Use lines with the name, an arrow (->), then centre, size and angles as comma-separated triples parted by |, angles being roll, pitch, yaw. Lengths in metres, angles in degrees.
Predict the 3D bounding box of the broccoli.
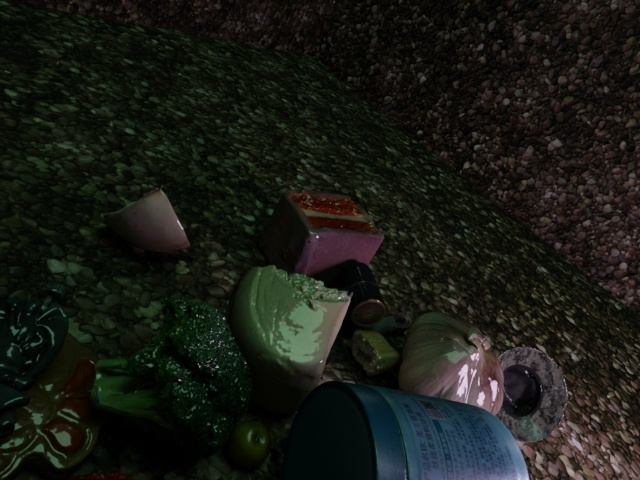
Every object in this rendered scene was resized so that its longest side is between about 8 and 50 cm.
broccoli -> -0.262, 0.247, 1.003 | 0.274, 0.308, 0.308 | 1, 36, -8

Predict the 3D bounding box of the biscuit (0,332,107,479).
biscuit -> -0.547, 0.273, 0.926 | 0.358, 0.074, 0.381 | 16, 29, -19

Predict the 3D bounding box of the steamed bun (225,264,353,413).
steamed bun -> -0.103, 0.213, 1.216 | 0.272, 0.291, 0.274 | 18, 37, 7

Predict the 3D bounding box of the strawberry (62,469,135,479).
strawberry -> -0.288, 0.442, 0.754 | 0.238, 0.250, 0.288 | 4, -3, 21

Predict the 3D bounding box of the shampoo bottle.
shampoo bottle -> 0.149, 0.446, 1.007 | 0.342, 0.331, 0.331 | 15, 33, -26

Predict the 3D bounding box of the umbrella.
umbrella -> -0.521, 0.173, 0.940 | 0.143, 0.094, 0.349 | 26, 27, -15

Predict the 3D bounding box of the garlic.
garlic -> 0.346, 0.339, 1.443 | 0.321, 0.240, 0.322 | 15, 69, -44

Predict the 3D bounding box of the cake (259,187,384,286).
cake -> 0.000, 0.000, 1.663 | 0.308, 0.230, 0.237 | 4, 41, -40

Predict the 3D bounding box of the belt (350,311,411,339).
belt -> 0.174, 0.250, 1.605 | 0.231, 0.053, 0.071 | -2, 54, -41

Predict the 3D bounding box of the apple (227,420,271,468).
apple -> -0.138, 0.401, 1.079 | 0.089, 0.074, 0.090 | 23, 48, -29

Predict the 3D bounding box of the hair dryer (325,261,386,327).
hair dryer -> -0.005, 0.142, 1.535 | 0.351, 0.107, 0.189 | 3, 34, -13

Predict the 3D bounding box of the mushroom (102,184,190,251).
mushroom -> -0.449, -0.027, 1.424 | 0.162, 0.174, 0.236 | -27, 11, -15

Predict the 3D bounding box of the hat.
hat -> 0.565, 0.432, 1.588 | 0.265, 0.266, 0.128 | 26, -7, -8

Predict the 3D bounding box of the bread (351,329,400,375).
bread -> 0.144, 0.304, 1.474 | 0.106, 0.082, 0.125 | 17, 21, -42

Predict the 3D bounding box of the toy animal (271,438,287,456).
toy animal -> -0.085, 0.428, 1.127 | 0.084, 0.050, 0.028 | 64, 8, -80
